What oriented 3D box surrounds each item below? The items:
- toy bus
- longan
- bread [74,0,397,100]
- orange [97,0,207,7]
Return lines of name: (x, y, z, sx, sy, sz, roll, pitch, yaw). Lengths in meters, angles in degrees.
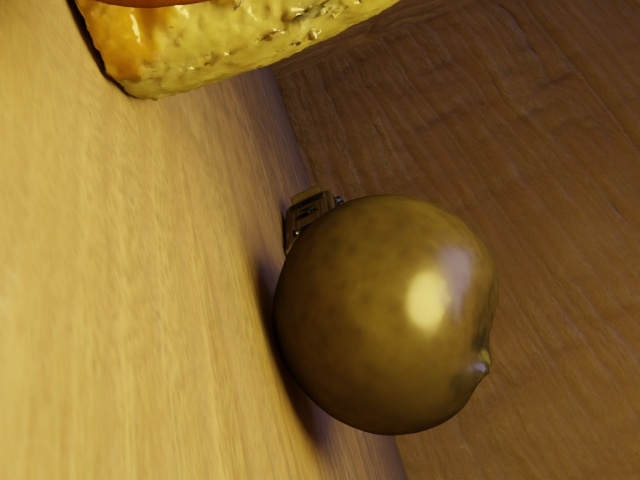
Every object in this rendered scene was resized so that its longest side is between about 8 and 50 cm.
toy bus: (0.000, 0.000, 1.466, 0.289, 0.139, 0.157, -92, 157, -68)
longan: (0.086, 0.092, 0.903, 0.319, 0.319, 0.319, -21, 90, -86)
bread: (-0.026, -0.265, 0.649, 0.236, 0.375, 0.165, -110, 176, -75)
orange: (-0.093, -0.276, 0.345, 0.312, 0.312, 0.312, -21, 90, -86)
